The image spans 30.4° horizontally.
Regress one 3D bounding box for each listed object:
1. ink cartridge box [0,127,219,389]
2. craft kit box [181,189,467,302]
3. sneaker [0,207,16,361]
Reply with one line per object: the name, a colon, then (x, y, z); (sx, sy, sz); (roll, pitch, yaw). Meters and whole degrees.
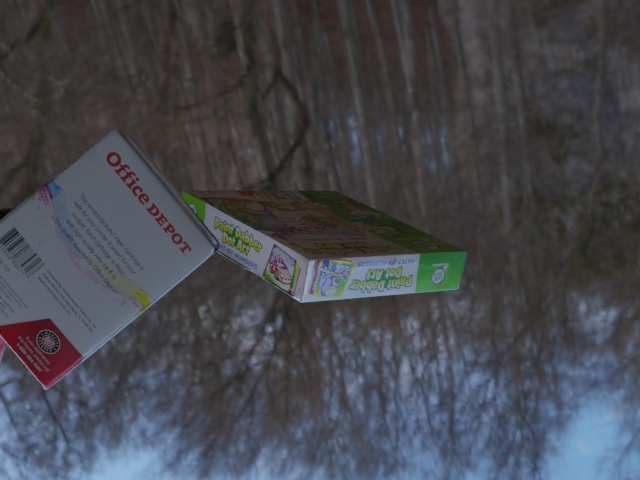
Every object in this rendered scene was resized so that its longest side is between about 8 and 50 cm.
ink cartridge box: (-0.188, 0.011, 0.970); (0.176, 0.128, 0.127); (-38, -177, 0)
craft kit box: (0.000, 0.000, 1.391); (0.250, 0.061, 0.246); (-3, -157, -42)
sneaker: (-0.457, 0.105, 1.536); (0.116, 0.136, 0.314); (19, -108, 4)
